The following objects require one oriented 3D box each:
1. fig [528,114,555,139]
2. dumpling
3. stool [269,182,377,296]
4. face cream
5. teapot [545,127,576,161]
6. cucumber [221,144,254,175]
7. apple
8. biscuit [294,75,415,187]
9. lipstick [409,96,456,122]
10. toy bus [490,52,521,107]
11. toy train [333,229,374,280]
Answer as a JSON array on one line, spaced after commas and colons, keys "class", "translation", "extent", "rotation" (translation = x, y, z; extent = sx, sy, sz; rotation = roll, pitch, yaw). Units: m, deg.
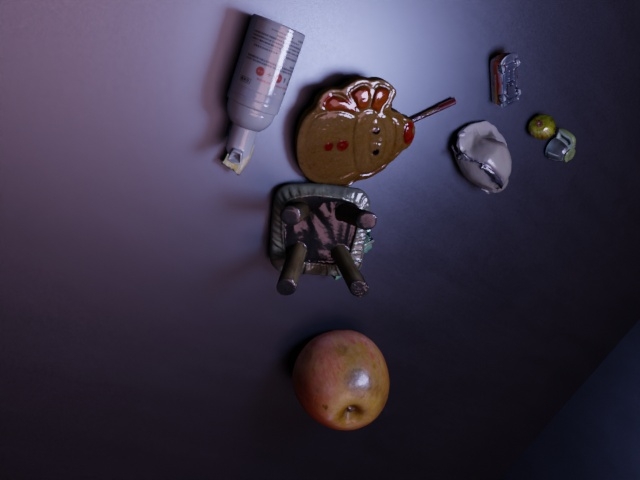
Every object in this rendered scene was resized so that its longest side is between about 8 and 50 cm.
[{"class": "fig", "translation": [0.840, -0.402, 1.849], "extent": [0.166, 0.093, 0.093], "rotation": [22, 105, -34]}, {"class": "dumpling", "translation": [0.592, -0.291, 1.747], "extent": [0.204, 0.163, 0.293], "rotation": [-44, 115, 6]}, {"class": "stool", "translation": [0.000, 0.000, 1.510], "extent": [0.311, 0.226, 0.310], "rotation": [3, 110, -4]}, {"class": "face cream", "translation": [-0.172, -0.385, 1.319], "extent": [0.146, 0.145, 0.369], "rotation": [13, 111, -31]}, {"class": "teapot", "translation": [0.920, -0.350, 1.908], "extent": [0.092, 0.091, 0.124], "rotation": [-44, 137, 0]}, {"class": "cucumber", "translation": [-0.231, -0.249, 1.431], "extent": [0.067, 0.035, 0.107], "rotation": [35, 93, -25]}, {"class": "apple", "translation": [0.083, 0.514, 1.830], "extent": [0.364, 0.364, 0.363], "rotation": [-12, 121, -21]}, {"class": "biscuit", "translation": [0.108, -0.316, 1.509], "extent": [0.382, 0.074, 0.358], "rotation": [-9, 131, -11]}, {"class": "lipstick", "translation": [0.364, -0.422, 1.639], "extent": [0.177, 0.027, 0.027], "rotation": [-27, 125, -10]}, {"class": "toy bus", "translation": [0.611, -0.538, 1.665], "extent": [0.079, 0.077, 0.174], "rotation": [-26, 124, -12]}, {"class": "toy train", "translation": [0.096, 0.033, 1.729], "extent": [0.200, 0.083, 0.132], "rotation": [-32, 137, -8]}]
